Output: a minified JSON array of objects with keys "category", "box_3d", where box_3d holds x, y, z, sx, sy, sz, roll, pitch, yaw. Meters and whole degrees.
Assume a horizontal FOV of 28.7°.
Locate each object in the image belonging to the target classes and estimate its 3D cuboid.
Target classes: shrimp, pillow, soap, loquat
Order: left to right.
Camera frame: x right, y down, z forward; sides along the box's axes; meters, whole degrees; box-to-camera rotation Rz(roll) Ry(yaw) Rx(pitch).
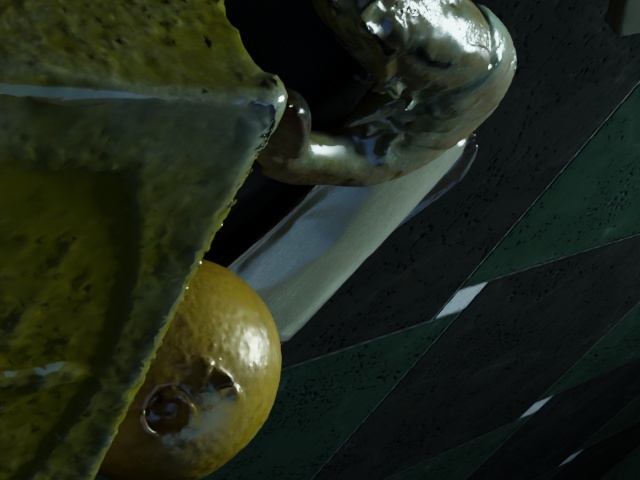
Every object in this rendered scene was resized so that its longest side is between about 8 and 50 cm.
[{"category":"soap","box_3d":[-0.158,0.025,0.500,0.199,0.091,0.315,-2,140,-36]},{"category":"loquat","box_3d":[-0.088,0.071,0.698,0.141,0.141,0.141,-30,158,-13]},{"category":"pillow","box_3d":[0.000,0.000,0.810,0.233,0.038,0.131,-44,150,15]},{"category":"shrimp","box_3d":[0.014,-0.084,0.641,0.145,0.059,0.254,-37,159,22]}]

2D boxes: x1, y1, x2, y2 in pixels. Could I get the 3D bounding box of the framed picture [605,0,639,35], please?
[{"category":"framed picture","box_3d":[0.319,-0.228,0.656,0.324,0.020,0.240,-13,144,-9]}]
